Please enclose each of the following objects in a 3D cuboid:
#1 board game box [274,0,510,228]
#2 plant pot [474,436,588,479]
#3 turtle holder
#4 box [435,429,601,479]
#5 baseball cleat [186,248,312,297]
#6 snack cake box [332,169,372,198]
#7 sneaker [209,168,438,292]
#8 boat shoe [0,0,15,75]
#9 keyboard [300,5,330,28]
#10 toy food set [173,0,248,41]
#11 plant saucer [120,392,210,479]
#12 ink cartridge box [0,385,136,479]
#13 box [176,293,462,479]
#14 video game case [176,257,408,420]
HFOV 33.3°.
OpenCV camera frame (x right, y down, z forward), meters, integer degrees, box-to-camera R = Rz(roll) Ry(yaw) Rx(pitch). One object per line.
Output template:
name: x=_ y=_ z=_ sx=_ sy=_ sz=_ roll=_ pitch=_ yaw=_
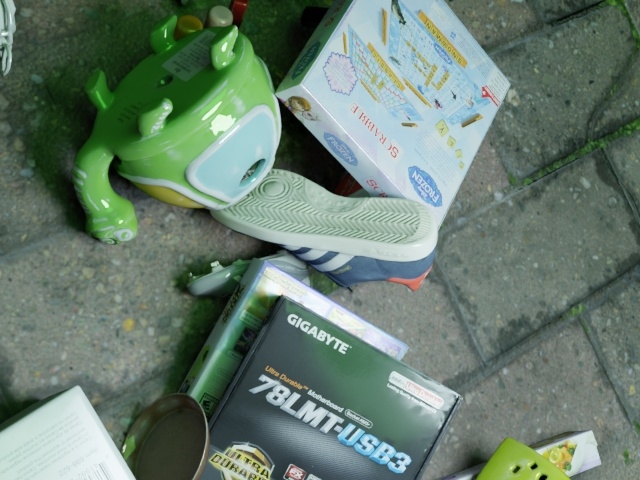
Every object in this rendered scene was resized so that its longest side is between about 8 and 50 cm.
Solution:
board game box: x=0.121 y=-0.228 z=1.603 sx=0.319 sy=0.065 sz=0.318 roll=45 pitch=58 yaw=-25
plant pot: x=0.349 y=0.471 z=1.624 sx=0.228 sy=0.207 sz=0.227 roll=46 pitch=71 yaw=-31
turtle holder: x=-0.191 y=-0.142 z=1.501 sx=0.227 sy=0.243 sz=0.320 roll=56 pitch=48 yaw=-38
box: x=0.327 y=0.385 z=1.769 sx=0.323 sy=0.067 sz=0.063 roll=-11 pitch=83 yaw=-32
baseball cleat: x=-0.097 y=0.074 z=1.596 sx=0.205 sy=0.072 sz=0.110 roll=-15 pitch=85 yaw=-32
snack cake box: x=0.126 y=-0.141 z=1.740 sx=0.089 sy=0.152 sz=0.264 roll=38 pitch=61 yaw=-17
sneaker: x=0.000 y=0.000 z=1.587 sx=0.349 sy=0.148 sz=0.131 roll=15 pitch=53 yaw=17
boat shoe: x=-0.467 y=-0.287 z=1.437 sx=0.367 sy=0.136 sz=0.156 roll=-44 pitch=101 yaw=-29
keyboard: x=0.060 y=-0.338 z=1.725 sx=0.192 sy=0.038 sz=0.100 roll=7 pitch=33 yaw=8
toy food set: x=-0.178 y=-0.365 z=1.674 sx=0.111 sy=0.104 sz=0.232 roll=9 pitch=54 yaw=-15
plant saucer: x=-0.204 y=0.287 z=1.425 sx=0.029 sy=0.168 sz=0.169 roll=34 pitch=60 yaw=-41
ink cartridge box: x=-0.335 y=0.417 z=1.305 sx=0.279 sy=0.160 sz=0.385 roll=-31 pitch=94 yaw=-34
box: x=-0.001 y=0.270 z=1.473 sx=0.295 sy=0.073 sz=0.293 roll=31 pitch=84 yaw=-5
video game case: x=-0.041 y=0.195 z=1.561 sx=0.269 sy=0.061 sz=0.244 roll=32 pitch=83 yaw=-21
